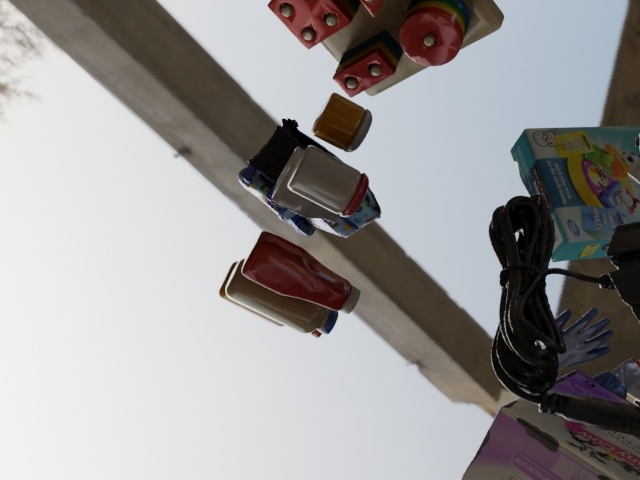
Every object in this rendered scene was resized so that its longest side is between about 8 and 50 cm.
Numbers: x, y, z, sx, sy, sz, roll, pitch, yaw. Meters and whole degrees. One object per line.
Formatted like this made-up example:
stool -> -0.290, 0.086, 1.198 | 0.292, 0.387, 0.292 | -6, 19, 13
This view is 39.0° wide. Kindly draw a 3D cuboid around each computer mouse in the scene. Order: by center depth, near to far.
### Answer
computer mouse -> 0.226, 0.041, 0.525 | 0.262, 0.060, 0.184 | 12, -138, 7

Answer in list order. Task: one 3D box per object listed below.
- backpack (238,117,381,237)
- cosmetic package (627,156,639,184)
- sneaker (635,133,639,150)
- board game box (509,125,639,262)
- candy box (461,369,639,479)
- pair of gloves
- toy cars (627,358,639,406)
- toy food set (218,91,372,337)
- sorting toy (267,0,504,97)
backpack -> -0.006, -0.065, 1.249 | 0.173, 0.158, 0.117 | 40, -89, 17
cosmetic package -> 0.593, -0.081, 1.472 | 0.060, 0.239, 0.099 | -52, -125, 20
sneaker -> 0.575, -0.165, 1.264 | 0.262, 0.104, 0.125 | -5, -161, 8
board game box -> 0.561, -0.097, 1.719 | 0.079, 0.336, 0.253 | 114, -32, -56
candy box -> 0.226, 0.184, 0.697 | 0.165, 0.196, 0.070 | 32, -73, 27
pair of gloves -> 0.408, 0.203, 1.399 | 0.159, 0.198, 0.023 | -37, -170, 17
toy cars -> 0.601, 0.345, 1.435 | 0.176, 0.087, 0.393 | -29, -121, 31
toy food set -> 0.000, 0.000, 0.769 | 0.232, 0.104, 0.111 | -58, -170, 27
sorting toy -> 0.078, -0.328, 1.275 | 0.255, 0.257, 0.089 | -23, -147, 40
